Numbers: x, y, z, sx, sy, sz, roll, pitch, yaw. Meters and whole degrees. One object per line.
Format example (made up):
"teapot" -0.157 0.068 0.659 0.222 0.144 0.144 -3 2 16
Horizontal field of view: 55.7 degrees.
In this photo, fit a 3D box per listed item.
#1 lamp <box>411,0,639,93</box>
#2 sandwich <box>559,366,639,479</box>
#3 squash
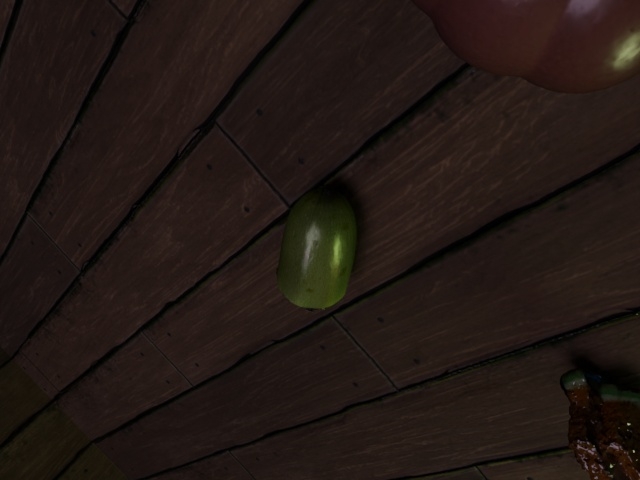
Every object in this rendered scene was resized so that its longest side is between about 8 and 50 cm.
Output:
"lamp" 0.201 -0.267 0.481 0.305 0.239 0.305 0 92 3
"sandwich" 0.413 0.265 0.798 0.235 0.159 0.079 58 142 13
"squash" 0.000 0.000 0.913 0.123 0.123 0.187 26 130 17
